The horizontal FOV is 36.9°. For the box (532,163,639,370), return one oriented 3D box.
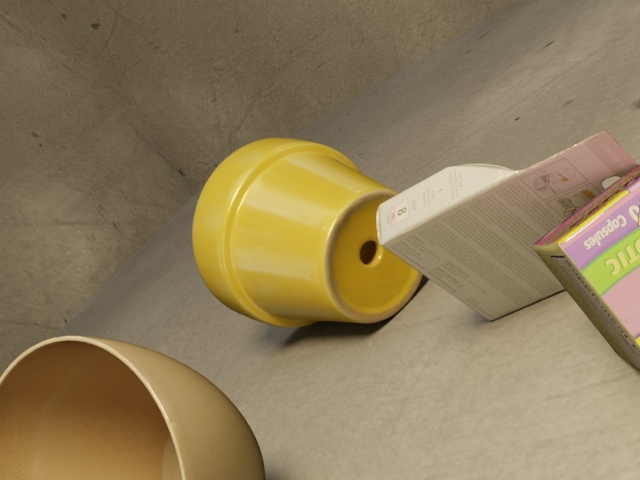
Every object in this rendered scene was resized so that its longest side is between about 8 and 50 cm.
[{"bbox_3d":[0.275,-0.016,0.671,0.213,0.117,0.243,-38,-5,7],"label":"box"}]

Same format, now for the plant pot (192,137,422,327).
[{"bbox_3d":[0.000,0.000,1.232,0.254,0.254,0.239,-43,30,-22],"label":"plant pot"}]

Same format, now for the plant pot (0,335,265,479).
[{"bbox_3d":[-0.161,0.229,0.894,0.284,0.284,0.191,-28,-19,32],"label":"plant pot"}]

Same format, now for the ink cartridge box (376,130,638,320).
[{"bbox_3d":[0.199,-0.019,0.893,0.232,0.189,0.066,-31,44,29],"label":"ink cartridge box"}]
